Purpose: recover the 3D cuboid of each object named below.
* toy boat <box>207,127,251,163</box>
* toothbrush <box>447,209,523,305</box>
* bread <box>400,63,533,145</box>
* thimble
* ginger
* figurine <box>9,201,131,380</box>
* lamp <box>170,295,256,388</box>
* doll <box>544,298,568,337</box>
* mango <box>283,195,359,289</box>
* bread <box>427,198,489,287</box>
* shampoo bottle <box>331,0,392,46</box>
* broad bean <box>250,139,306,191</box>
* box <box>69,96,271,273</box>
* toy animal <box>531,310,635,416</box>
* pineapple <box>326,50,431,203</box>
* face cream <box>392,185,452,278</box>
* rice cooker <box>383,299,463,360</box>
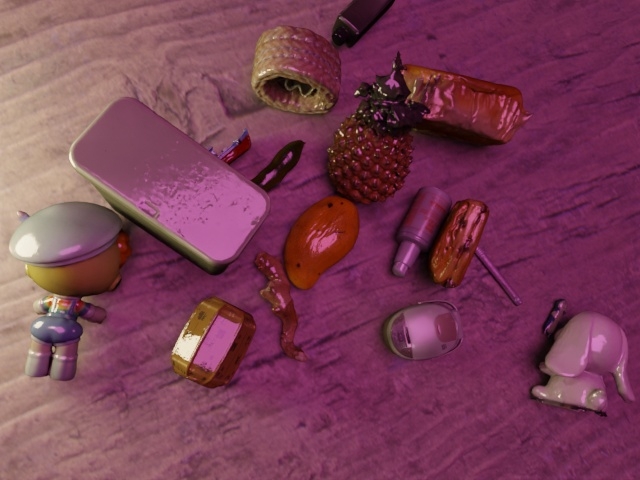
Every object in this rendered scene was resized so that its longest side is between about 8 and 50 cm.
[{"bbox_3d":[-0.244,-0.219,1.217,0.173,0.069,0.059,-40,99,-13],"label":"toy boat"},{"bbox_3d":[0.458,0.043,1.365,0.024,0.029,0.354,-38,91,-2],"label":"toothbrush"},{"bbox_3d":[0.366,-0.380,1.330,0.389,0.236,0.183,11,93,-20],"label":"bread"},{"bbox_3d":[-0.058,-0.433,1.237,0.229,0.196,0.148,8,77,-11],"label":"thimble"},{"bbox_3d":[-0.098,0.161,1.183,0.089,0.075,0.288,-5,74,-43],"label":"ginger"},{"bbox_3d":[-0.524,0.106,1.025,0.225,0.205,0.381,-4,89,-8],"label":"figurine"},{"bbox_3d":[-0.242,0.230,1.093,0.161,0.161,0.185,28,78,-8],"label":"lamp"},{"bbox_3d":[0.675,0.221,1.388,0.037,0.027,0.125,38,73,-12],"label":"doll"},{"bbox_3d":[0.002,-0.002,1.215,0.157,0.109,0.262,34,71,-3],"label":"mango"},{"bbox_3d":[0.346,0.005,1.249,0.099,0.210,0.235,21,94,10],"label":"bread"},{"bbox_3d":[0.121,-0.648,1.383,0.080,0.079,0.246,41,73,-2],"label":"shampoo bottle"},{"bbox_3d":[-0.125,-0.176,1.252,0.254,0.046,0.065,-43,92,-16],"label":"broad bean"},{"bbox_3d":[-0.303,-0.084,1.035,0.352,0.344,0.177,35,75,-6],"label":"box"},{"bbox_3d":[0.706,0.338,1.298,0.249,0.174,0.289,-4,82,-16],"label":"toy animal"},{"bbox_3d":[0.147,-0.264,1.168,0.223,0.357,0.223,8,52,-10],"label":"pineapple"},{"bbox_3d":[0.258,-0.017,1.288,0.101,0.101,0.251,31,74,-7],"label":"face cream"},{"bbox_3d":[0.259,0.230,1.233,0.206,0.127,0.145,-8,83,-19],"label":"rice cooker"}]
